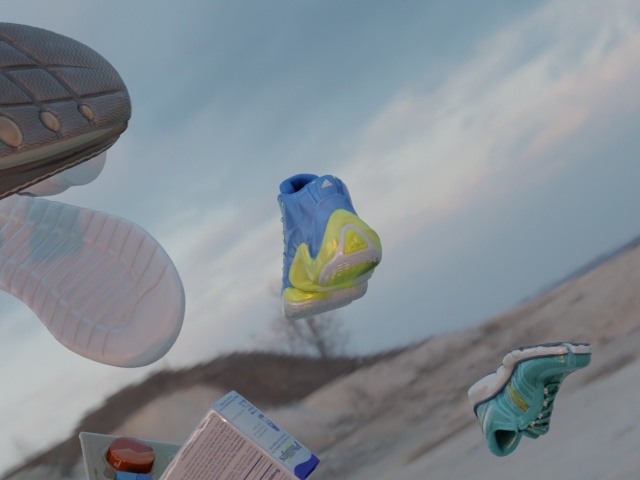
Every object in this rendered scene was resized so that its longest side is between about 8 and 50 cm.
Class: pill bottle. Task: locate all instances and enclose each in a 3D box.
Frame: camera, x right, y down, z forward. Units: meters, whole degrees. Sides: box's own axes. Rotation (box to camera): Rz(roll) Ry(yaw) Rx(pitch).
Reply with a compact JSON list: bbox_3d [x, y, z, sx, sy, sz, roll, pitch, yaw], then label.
[{"bbox_3d":[-0.401,-0.118,2.035,0.221,0.121,0.121,-3,15,40],"label":"pill bottle"}]

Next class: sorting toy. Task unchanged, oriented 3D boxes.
[{"bbox_3d":[-0.154,0.321,1.951,0.229,0.307,0.041,-124,48,-62],"label":"sorting toy"}]

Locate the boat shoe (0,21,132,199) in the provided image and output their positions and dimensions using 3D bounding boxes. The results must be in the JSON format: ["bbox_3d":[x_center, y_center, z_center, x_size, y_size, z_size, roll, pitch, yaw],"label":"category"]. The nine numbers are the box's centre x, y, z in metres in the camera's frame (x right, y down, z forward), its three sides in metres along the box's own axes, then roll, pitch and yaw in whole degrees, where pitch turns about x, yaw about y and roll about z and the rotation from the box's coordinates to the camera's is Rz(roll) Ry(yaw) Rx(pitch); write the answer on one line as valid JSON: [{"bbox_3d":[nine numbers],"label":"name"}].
[{"bbox_3d":[-0.281,-0.050,0.948,0.324,0.123,0.116,-14,-31,-18],"label":"boat shoe"}]

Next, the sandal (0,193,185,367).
[{"bbox_3d":[-0.298,0.041,1.854,0.169,0.416,0.102,-57,-39,-8],"label":"sandal"}]

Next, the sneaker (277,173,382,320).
[{"bbox_3d":[0.000,0.000,1.543,0.091,0.126,0.240,-14,-13,-21],"label":"sneaker"}]

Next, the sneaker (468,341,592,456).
[{"bbox_3d":[0.298,0.215,2.055,0.107,0.110,0.275,1,-28,-20],"label":"sneaker"}]

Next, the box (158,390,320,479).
[{"bbox_3d":[-0.095,0.269,1.726,0.126,0.137,0.072,-54,-8,20],"label":"box"}]
